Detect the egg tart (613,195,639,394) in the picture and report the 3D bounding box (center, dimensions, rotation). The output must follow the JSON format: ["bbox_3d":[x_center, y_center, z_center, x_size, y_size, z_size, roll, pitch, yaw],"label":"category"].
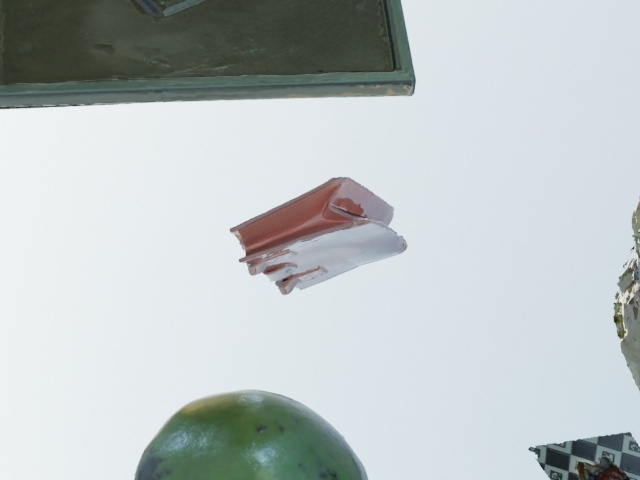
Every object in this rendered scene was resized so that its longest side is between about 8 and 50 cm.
[{"bbox_3d":[0.395,0.096,1.876,0.150,0.352,0.352,-30,-109,32],"label":"egg tart"}]

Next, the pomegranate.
[{"bbox_3d":[-0.064,0.217,1.342,0.187,0.225,0.187,18,-44,19],"label":"pomegranate"}]

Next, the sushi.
[{"bbox_3d":[0.297,0.240,1.936,0.126,0.026,0.120,-16,-62,39],"label":"sushi"}]

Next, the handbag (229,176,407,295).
[{"bbox_3d":[0.000,0.000,2.069,0.059,0.157,0.212,70,12,15],"label":"handbag"}]

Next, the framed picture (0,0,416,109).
[{"bbox_3d":[-0.104,-0.203,1.514,0.022,0.335,0.247,94,-8,-50],"label":"framed picture"}]
